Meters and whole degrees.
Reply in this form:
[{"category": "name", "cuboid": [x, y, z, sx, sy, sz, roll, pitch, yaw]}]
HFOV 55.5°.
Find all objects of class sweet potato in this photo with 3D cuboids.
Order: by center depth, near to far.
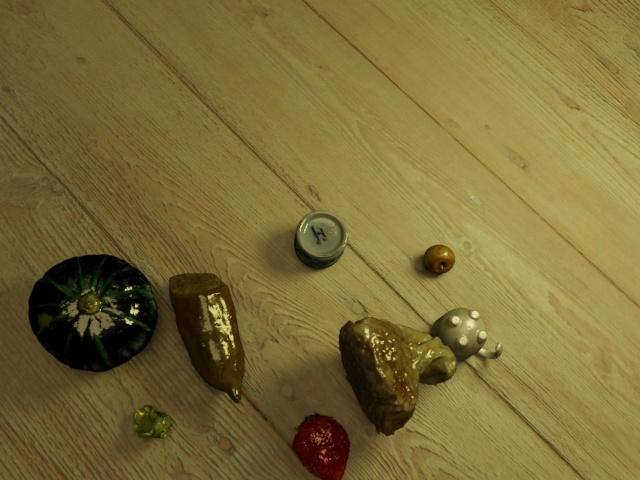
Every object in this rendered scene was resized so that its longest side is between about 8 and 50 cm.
[{"category": "sweet potato", "cuboid": [-0.285, 0.249, 1.581, 0.157, 0.158, 0.370, -15, 80, -10]}]

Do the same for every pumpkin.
[{"category": "pumpkin", "cuboid": [-0.570, 0.177, 1.529, 0.314, 0.238, 0.316, 3, 68, -9]}]

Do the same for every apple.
[{"category": "apple", "cuboid": [0.338, 0.052, 1.730, 0.089, 0.090, 0.075, 6, 52, -3]}]

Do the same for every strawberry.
[{"category": "strawberry", "cuboid": [0.006, 0.532, 1.544, 0.146, 0.082, 0.187, -22, 78, -5]}]

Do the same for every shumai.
[{"category": "shumai", "cuboid": [0.203, 0.295, 1.529, 0.262, 0.267, 0.314, -26, 116, -15]}]

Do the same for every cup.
[{"category": "cup", "cuboid": [0.390, 0.265, 1.631, 0.134, 0.142, 0.174, -29, 76, -15]}]

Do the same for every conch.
[{"category": "conch", "cuboid": [-0.424, 0.460, 1.524, 0.121, 0.074, 0.089, 38, 35, 30]}]

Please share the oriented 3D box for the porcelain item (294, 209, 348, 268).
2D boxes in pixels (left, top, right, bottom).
[{"category": "porcelain item", "cuboid": [0.000, 0.000, 1.704, 0.147, 0.114, 0.147, 2, 69, -6]}]
